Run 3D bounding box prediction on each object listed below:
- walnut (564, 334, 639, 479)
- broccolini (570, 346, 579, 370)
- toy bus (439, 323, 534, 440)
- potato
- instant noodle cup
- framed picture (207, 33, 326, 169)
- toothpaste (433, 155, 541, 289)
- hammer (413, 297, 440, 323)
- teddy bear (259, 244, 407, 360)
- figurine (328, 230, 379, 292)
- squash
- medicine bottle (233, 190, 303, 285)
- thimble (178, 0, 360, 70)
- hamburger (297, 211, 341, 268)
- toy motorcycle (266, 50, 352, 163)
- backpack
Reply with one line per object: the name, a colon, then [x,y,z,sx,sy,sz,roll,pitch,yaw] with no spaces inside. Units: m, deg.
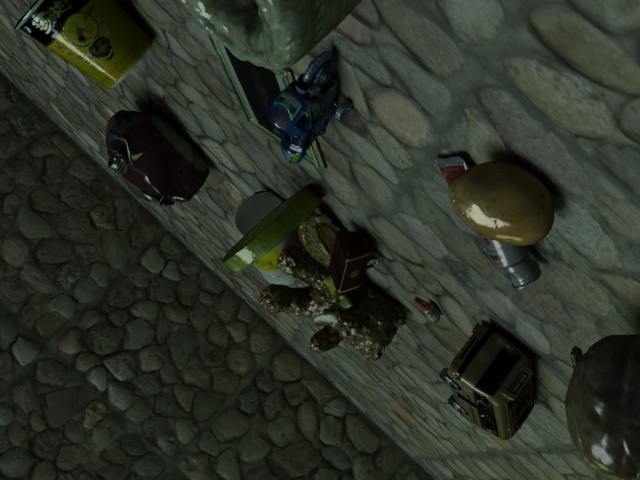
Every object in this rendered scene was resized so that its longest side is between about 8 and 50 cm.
walnut: [0.449,0.239,1.262,0.224,0.224,0.224,40,165,13]
broccolini: [0.478,0.261,1.620,0.042,0.044,0.218,51,169,46]
toy bus: [0.349,0.294,1.829,0.157,0.139,0.289,32,162,27]
potato: [0.248,-0.049,1.235,0.147,0.112,0.112,31,162,18]
instant noodle cup: [-0.494,-0.452,1.922,0.236,0.215,0.215,42,167,-23]
framed picture: [-0.103,-0.268,1.717,0.231,0.018,0.293,35,163,30]
toothpaste: [0.254,-0.033,1.371,0.234,0.057,0.089,56,166,-13]
hammer: [0.227,0.146,1.967,0.083,0.031,0.052,42,166,53]
teddy bear: [0.025,0.163,2.158,0.296,0.246,0.222,19,-165,-23]
figurine: [0.076,0.050,1.952,0.154,0.098,0.082,99,156,-49]
squash: [-0.110,-0.020,1.951,0.049,0.252,0.252,48,165,-8]
medicine bottle: [-0.120,0.003,2.258,0.143,0.143,0.258,36,164,27]
thimble: [-0.084,-0.362,1.070,0.291,0.195,0.291,39,164,14]
hamburger: [0.000,0.001,2.021,0.176,0.087,0.102,41,171,-35]
toy motorcycle: [-0.026,-0.204,1.455,0.092,0.135,0.254,41,165,12]
backpack: [-0.475,-0.234,2.430,0.283,0.197,0.317,51,165,-30]
